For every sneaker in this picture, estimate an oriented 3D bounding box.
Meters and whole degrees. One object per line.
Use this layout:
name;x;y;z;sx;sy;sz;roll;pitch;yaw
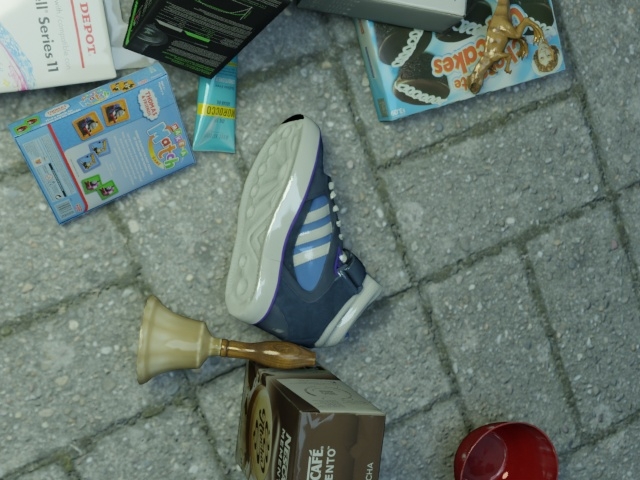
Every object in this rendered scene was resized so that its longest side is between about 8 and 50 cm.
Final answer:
sneaker;0.000;0.000;1.227;0.236;0.130;0.323;22;75;-35

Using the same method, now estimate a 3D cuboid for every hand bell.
hand bell;-0.126;0.153;1.148;0.241;0.126;0.126;7;93;-2

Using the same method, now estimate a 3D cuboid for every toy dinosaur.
toy dinosaur;0.278;-0.326;1.239;0.112;0.064;0.212;11;92;-18

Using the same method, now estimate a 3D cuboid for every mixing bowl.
mixing bowl;0.290;0.376;1.352;0.181;0.098;0.182;-2;96;-19

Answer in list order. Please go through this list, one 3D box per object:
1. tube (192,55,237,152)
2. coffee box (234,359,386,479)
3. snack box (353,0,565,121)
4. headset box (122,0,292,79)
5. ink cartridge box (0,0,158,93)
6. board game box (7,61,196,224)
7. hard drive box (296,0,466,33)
tube;-0.149;-0.232;1.179;0.080;0.052;0.207;-1;97;-43
coffee box;-0.026;0.277;1.135;0.118;0.297;0.168;6;93;-19
snack box;0.221;-0.319;1.287;0.321;0.060;0.187;-19;101;-16
headset box;-0.130;-0.368;1.015;0.131;0.283;0.247;16;75;-24
ink cartridge box;-0.387;-0.299;1.047;0.353;0.119;0.207;-12;106;-17
board game box;-0.288;-0.129;1.106;0.211;0.039;0.160;-26;138;-14
hard drive box;0.092;-0.412;1.167;0.232;0.089;0.181;7;85;-15
